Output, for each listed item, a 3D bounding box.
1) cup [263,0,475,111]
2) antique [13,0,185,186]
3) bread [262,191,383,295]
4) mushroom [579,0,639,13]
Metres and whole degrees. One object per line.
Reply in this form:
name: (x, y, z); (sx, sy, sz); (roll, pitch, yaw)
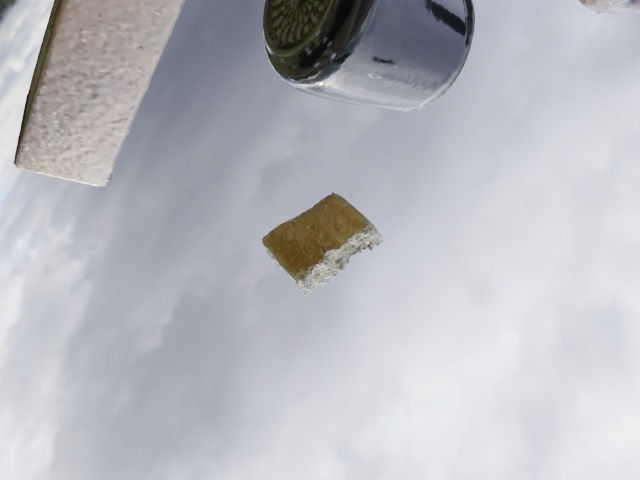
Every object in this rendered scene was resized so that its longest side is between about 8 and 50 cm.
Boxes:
cup: (0.038, -0.228, 0.867); (0.169, 0.176, 0.223); (-62, -142, 24)
antique: (-0.167, -0.171, 0.689); (0.310, 0.087, 0.093); (129, -33, -48)
bread: (0.000, 0.000, 0.706); (0.083, 0.035, 0.070); (-37, -135, -14)
mushroom: (0.523, -0.412, 1.273); (0.283, 0.263, 0.195); (40, -51, 56)
